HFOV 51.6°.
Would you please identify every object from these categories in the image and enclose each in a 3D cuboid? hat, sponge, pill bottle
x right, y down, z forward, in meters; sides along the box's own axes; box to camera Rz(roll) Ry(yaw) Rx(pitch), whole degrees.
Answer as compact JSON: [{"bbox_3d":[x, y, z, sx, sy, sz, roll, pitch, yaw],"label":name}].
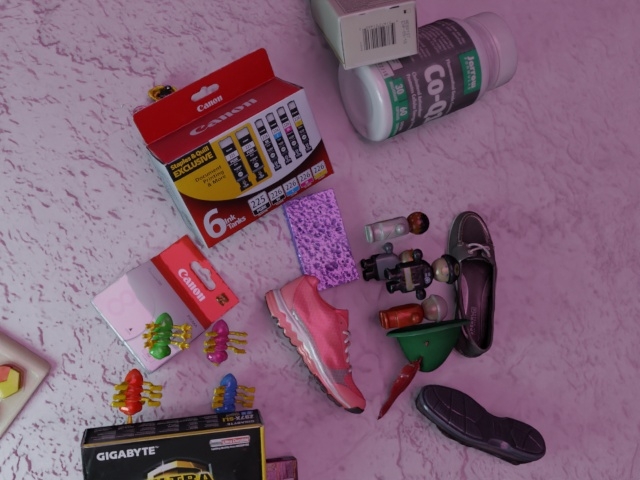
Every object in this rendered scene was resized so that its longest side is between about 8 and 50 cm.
[{"bbox_3d":[0.232,0.269,1.387,0.173,0.209,0.183,-7,84,-34],"label":"hat"},{"bbox_3d":[0.000,0.000,1.435,0.117,0.031,0.209,-15,86,-15],"label":"sponge"},{"bbox_3d":[0.239,-0.371,1.467,0.361,0.204,0.204,-24,88,-16],"label":"pill bottle"}]

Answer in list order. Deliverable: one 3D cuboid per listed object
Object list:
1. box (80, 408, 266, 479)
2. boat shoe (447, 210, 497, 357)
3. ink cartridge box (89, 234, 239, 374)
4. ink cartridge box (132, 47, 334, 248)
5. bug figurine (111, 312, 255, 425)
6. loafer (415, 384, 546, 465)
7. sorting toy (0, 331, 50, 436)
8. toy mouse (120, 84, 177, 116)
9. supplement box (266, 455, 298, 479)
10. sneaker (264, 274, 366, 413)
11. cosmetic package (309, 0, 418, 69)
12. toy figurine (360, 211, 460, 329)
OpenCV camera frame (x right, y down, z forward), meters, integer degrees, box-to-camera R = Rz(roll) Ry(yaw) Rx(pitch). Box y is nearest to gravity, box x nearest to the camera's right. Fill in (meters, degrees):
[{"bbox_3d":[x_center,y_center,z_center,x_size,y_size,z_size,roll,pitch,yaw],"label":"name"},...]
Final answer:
[{"bbox_3d":[-0.262,0.461,1.224,0.322,0.079,0.256,-3,103,-11],"label":"box"},{"bbox_3d":[0.349,0.092,1.475,0.112,0.095,0.334,5,80,-13],"label":"boat shoe"},{"bbox_3d":[-0.307,0.123,1.328,0.232,0.066,0.189,-39,92,-13],"label":"ink cartridge box"},{"bbox_3d":[-0.166,-0.185,1.303,0.310,0.130,0.271,-33,126,-15],"label":"ink cartridge box"},{"bbox_3d":[-0.257,0.251,1.274,0.279,0.072,0.216,11,94,-30],"label":"bug figurine"},{"bbox_3d":[0.331,0.410,1.422,0.303,0.095,0.109,25,42,-6],"label":"loafer"},{"bbox_3d":[-0.644,0.268,1.226,0.193,0.038,0.208,35,74,-6],"label":"sorting toy"},{"bbox_3d":[-0.334,-0.254,1.393,0.161,0.031,0.143,-6,82,-15],"label":"toy mouse"},{"bbox_3d":[-0.089,0.467,1.330,0.083,0.043,0.054,-1,81,-14],"label":"supplement box"},{"bbox_3d":[0.020,0.207,1.349,0.136,0.116,0.313,-35,90,-3],"label":"sneaker"},{"bbox_3d":[0.081,-0.482,1.388,0.160,0.309,0.113,-13,128,-4],"label":"cosmetic package"},{"bbox_3d":[0.181,0.059,1.367,0.148,0.213,0.209,-12,49,-9],"label":"toy figurine"}]
